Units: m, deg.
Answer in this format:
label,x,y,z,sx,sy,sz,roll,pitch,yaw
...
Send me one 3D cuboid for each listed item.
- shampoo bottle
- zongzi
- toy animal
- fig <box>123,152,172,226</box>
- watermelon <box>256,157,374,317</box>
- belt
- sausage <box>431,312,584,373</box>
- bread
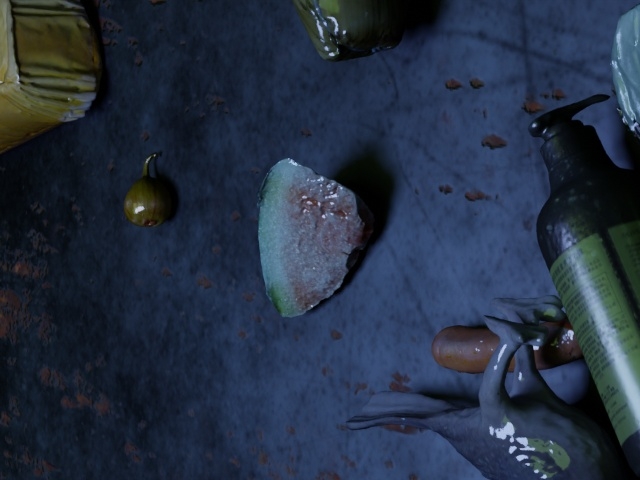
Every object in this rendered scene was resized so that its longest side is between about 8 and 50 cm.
label,x,y,z,sx,sy,sz,roll,pitch,yaw
shampoo bottle,0.220,0.026,1.222,0.101,0.101,0.284,-42,59,44
zongzi,0.043,-0.294,1.427,0.242,0.112,0.221,-50,53,39
toy animal,0.150,0.136,1.292,0.367,0.081,0.206,28,131,40
fig,-0.179,-0.052,1.770,0.050,0.050,0.083,-33,48,47
watermelon,-0.007,-0.004,1.538,0.094,0.081,0.180,46,143,21
belt,0.263,-0.112,1.199,0.105,0.058,0.140,-46,60,49
sausage,0.156,0.082,1.354,0.177,0.040,0.047,-11,42,51
bread,-0.367,-0.186,1.939,0.288,0.119,0.152,-18,74,49
